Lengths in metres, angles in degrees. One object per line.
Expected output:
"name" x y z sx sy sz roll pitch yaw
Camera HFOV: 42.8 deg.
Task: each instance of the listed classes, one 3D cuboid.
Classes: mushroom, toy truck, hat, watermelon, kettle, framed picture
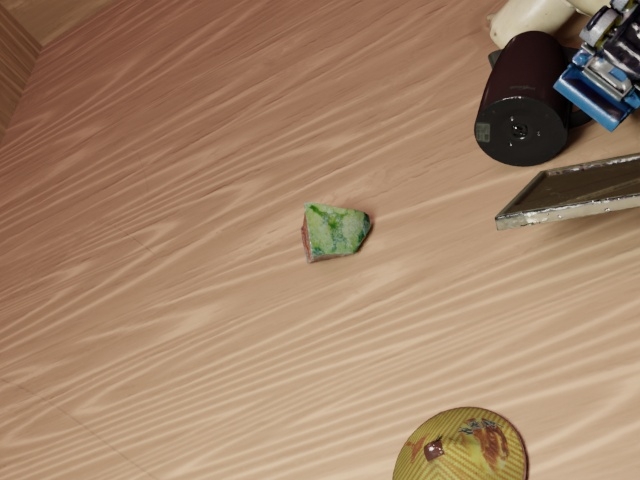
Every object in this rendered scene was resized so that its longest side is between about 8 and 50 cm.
"mushroom" 0.446 -0.471 1.446 0.336 0.314 0.314 -49 25 43
"toy truck" 0.505 -0.333 1.199 0.146 0.175 0.367 42 98 10
"hat" 0.159 0.282 1.040 0.193 0.082 0.193 -22 42 22
"watermelon" -0.009 -0.007 1.455 0.158 0.121 0.098 -8 69 40
"kettle" 0.368 -0.253 1.361 0.202 0.144 0.232 4 49 20
"framed picture" 0.434 -0.086 1.122 0.335 0.022 0.247 -10 14 33
